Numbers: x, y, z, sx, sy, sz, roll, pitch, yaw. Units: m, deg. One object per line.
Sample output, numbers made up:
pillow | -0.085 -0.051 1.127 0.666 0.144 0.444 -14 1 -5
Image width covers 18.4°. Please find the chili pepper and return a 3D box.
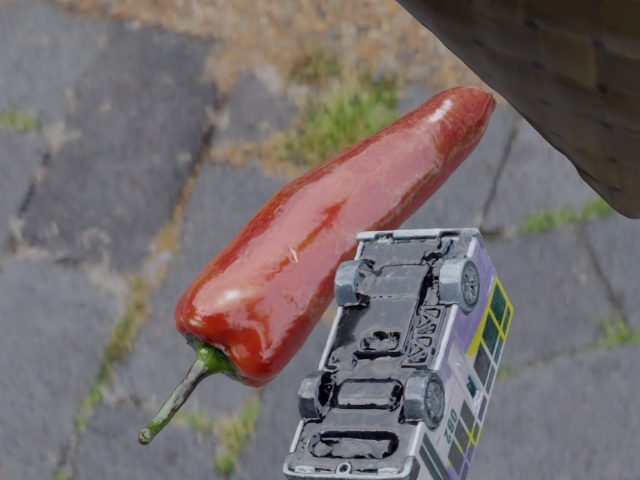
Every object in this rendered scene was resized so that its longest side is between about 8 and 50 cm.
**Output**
chili pepper | 0.000 0.000 0.946 0.063 0.071 0.272 49 64 -9

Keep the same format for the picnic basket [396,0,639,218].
picnic basket | 0.030 -0.082 0.336 0.193 0.110 0.055 43 62 -15

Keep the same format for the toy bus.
toy bus | 0.028 0.050 0.666 0.052 0.058 0.102 -2 50 27
